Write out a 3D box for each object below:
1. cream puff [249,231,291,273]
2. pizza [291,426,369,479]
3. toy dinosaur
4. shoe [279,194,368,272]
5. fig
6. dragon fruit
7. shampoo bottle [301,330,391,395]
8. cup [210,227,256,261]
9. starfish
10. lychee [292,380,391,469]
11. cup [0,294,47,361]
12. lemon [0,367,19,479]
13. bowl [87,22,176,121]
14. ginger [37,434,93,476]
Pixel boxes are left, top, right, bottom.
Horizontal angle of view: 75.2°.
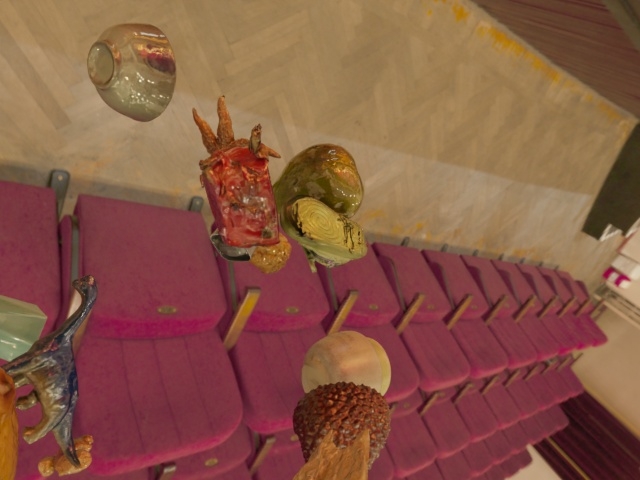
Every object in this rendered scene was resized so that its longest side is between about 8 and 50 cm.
[{"bbox_3d":[-0.198,0.044,1.507,0.189,0.129,0.189,6,146,4],"label":"cream puff"},{"bbox_3d":[0.012,0.415,0.690,0.262,0.181,0.034,-47,123,-43],"label":"pizza"},{"bbox_3d":[-0.364,0.198,0.614,0.188,0.075,0.248,-30,104,-16],"label":"toy dinosaur"},{"bbox_3d":[0.005,-0.003,1.014,0.262,0.140,0.128,18,129,-35],"label":"shoe"},{"bbox_3d":[-0.031,-0.162,1.170,0.314,0.233,0.233,8,130,3],"label":"fig"},{"bbox_3d":[-0.166,-0.094,0.822,0.147,0.211,0.282,-11,139,-7],"label":"dragon fruit"},{"bbox_3d":[0.099,0.531,1.678,0.317,0.322,0.322,7,121,-38],"label":"shampoo bottle"},{"bbox_3d":[-0.207,-0.031,1.039,0.128,0.095,0.129,65,36,-37],"label":"cup"},{"bbox_3d":[-0.280,-0.284,1.264,0.302,0.299,0.060,61,38,-15],"label":"starfish"},{"bbox_3d":[0.064,0.493,1.099,0.271,0.271,0.271,-21,136,-22],"label":"lychee"},{"bbox_3d":[-0.796,0.183,0.960,0.134,0.148,0.236,-10,150,21],"label":"cup"},{"bbox_3d":[-0.416,0.194,0.341,0.293,0.293,0.293,-21,136,-22],"label":"lemon"},{"bbox_3d":[-0.579,-0.502,1.219,0.289,0.289,0.146,-61,161,22],"label":"bowl"},{"bbox_3d":[-0.644,0.557,1.084,0.214,0.059,0.133,-21,180,31],"label":"ginger"}]
